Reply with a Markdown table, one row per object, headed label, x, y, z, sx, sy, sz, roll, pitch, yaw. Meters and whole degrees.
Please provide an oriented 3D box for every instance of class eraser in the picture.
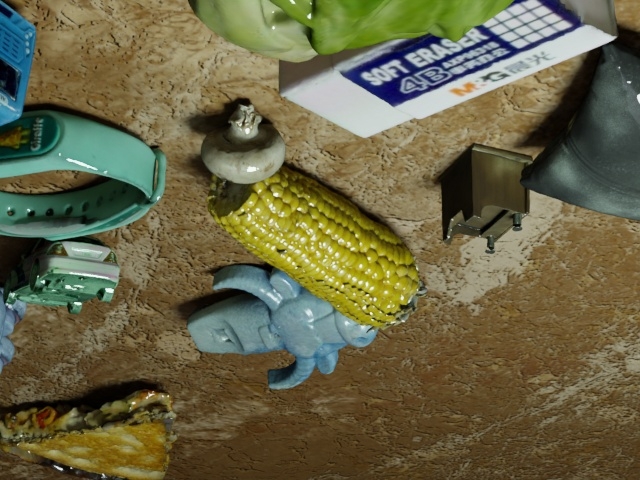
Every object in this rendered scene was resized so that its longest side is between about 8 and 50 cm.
| label | x | y | z | sx | sy | sz | roll | pitch | yaw |
| --- | --- | --- | --- | --- | --- | --- | --- | --- | --- |
| eraser | 0.108 | -0.183 | 1.701 | 0.287 | 0.086 | 0.130 | -21 | 147 | 36 |

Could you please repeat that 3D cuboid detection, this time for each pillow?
| label | x | y | z | sx | sy | sz | roll | pitch | yaw |
| --- | --- | --- | --- | --- | --- | --- | --- | --- | --- |
| pillow | 0.316 | -0.097 | 1.844 | 0.186 | 0.106 | 0.250 | 13 | 149 | -7 |

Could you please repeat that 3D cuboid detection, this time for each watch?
| label | x | y | z | sx | sy | sz | roll | pitch | yaw |
| --- | --- | --- | --- | --- | --- | --- | --- | --- | --- |
| watch | -0.278 | -0.063 | 1.970 | 0.237 | 0.068 | 0.195 | -9 | 153 | 20 |

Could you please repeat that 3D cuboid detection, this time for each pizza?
| label | x | y | z | sx | sy | sz | roll | pitch | yaw |
| --- | --- | --- | --- | --- | --- | --- | --- | --- | --- |
| pizza | -0.314 | 0.256 | 2.592 | 0.251 | 0.074 | 0.287 | 5 | 152 | -10 |

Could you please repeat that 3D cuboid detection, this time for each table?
| label | x | y | z | sx | sy | sz | roll | pitch | yaw |
| --- | --- | --- | --- | --- | --- | --- | --- | --- | --- |
| table | 0.171 | -0.040 | 1.984 | 0.070 | 0.082 | 0.083 | 12 | 151 | -20 |

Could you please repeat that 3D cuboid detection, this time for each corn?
| label | x | y | z | sx | sy | sz | roll | pitch | yaw |
| --- | --- | --- | --- | --- | --- | --- | --- | --- | --- |
| corn | 0.000 | 0.000 | 2.047 | 0.115 | 0.115 | 0.318 | -17 | 145 | 31 |

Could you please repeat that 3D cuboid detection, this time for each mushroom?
| label | x | y | z | sx | sy | sz | roll | pitch | yaw |
| --- | --- | --- | --- | --- | --- | --- | --- | --- | --- |
| mushroom | -0.077 | -0.100 | 1.899 | 0.085 | 0.085 | 0.079 | 0 | 124 | 1 |

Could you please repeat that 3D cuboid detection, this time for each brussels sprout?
| label | x | y | z | sx | sy | sz | roll | pitch | yaw |
| --- | --- | --- | --- | --- | --- | --- | --- | --- | --- |
| brussels sprout | 0.038 | -0.262 | 1.383 | 0.328 | 0.247 | 0.328 | 0 | 149 | 0 |

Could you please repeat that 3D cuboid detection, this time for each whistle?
| label | x | y | z | sx | sy | sz | roll | pitch | yaw |
| --- | --- | --- | --- | --- | --- | --- | --- | --- | --- |
| whistle | -0.035 | 0.093 | 2.244 | 0.269 | 0.093 | 0.180 | -12 | 126 | 24 |

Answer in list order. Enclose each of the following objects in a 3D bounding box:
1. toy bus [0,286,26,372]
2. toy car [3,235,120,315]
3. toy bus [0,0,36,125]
| label | x | y | z | sx | sy | sz | roll | pitch | yaw |
| --- | --- | --- | --- | --- | --- | --- | --- | --- | --- |
| toy bus | -0.493 | 0.154 | 2.283 | 0.232 | 0.197 | 0.294 | 16 | 153 | -7 |
| toy car | -0.292 | 0.035 | 2.152 | 0.090 | 0.076 | 0.224 | 8 | 170 | -21 |
| toy bus | -0.385 | -0.143 | 1.741 | 0.246 | 0.134 | 0.113 | -17 | 148 | 29 |
